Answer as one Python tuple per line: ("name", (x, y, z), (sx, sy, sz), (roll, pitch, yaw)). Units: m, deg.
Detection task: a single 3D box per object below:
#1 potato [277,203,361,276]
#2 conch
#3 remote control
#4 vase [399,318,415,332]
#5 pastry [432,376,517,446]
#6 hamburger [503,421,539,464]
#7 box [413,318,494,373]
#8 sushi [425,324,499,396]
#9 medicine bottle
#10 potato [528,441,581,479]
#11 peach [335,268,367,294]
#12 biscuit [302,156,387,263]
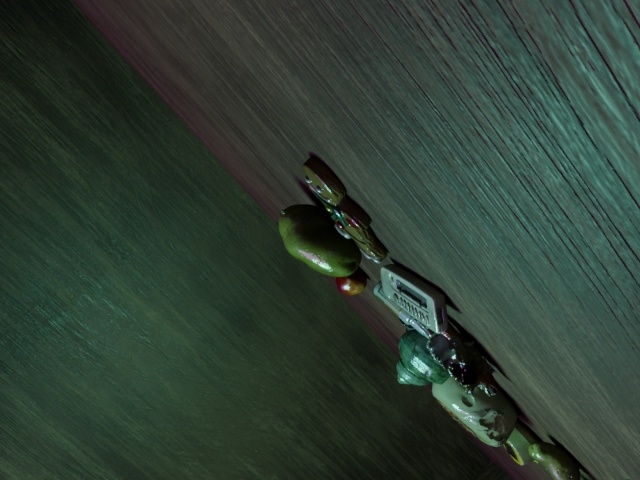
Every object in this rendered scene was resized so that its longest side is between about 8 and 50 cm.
("potato", (0.000, 0.000, 1.648), (0.248, 0.143, 0.169), (38, -151, 29))
("conch", (0.269, 0.311, 1.680), (0.188, 0.122, 0.175), (102, 147, -51))
("remote control", (0.203, 0.117, 1.388), (0.230, 0.049, 0.090), (-143, 41, -61))
("vase", (0.257, 0.234, 1.786), (0.059, 0.059, 0.167), (44, 173, 25))
("pastry", (0.411, 0.433, 1.716), (0.265, 0.133, 0.265), (42, 171, 8))
("hamburger", (0.556, 0.560, 1.780), (0.141, 0.082, 0.126), (58, 173, 8))
("box", (0.313, 0.248, 1.509), (0.218, 0.055, 0.039), (47, 176, -2))
("sushi", (0.313, 0.265, 1.431), (0.226, 0.103, 0.097), (44, 157, 1))
("medicine bottle", (0.236, 0.181, 1.625), (0.221, 0.061, 0.092), (43, -162, 29))
("potato", (0.574, 0.540, 1.565), (0.138, 0.070, 0.091), (47, 176, 6))
("peach", (0.100, 0.125, 2.024), (0.101, 0.101, 0.101), (46, 174, 6))
("biscuit", (0.037, -0.069, 1.371), (0.197, 0.049, 0.301), (39, 170, 37))
